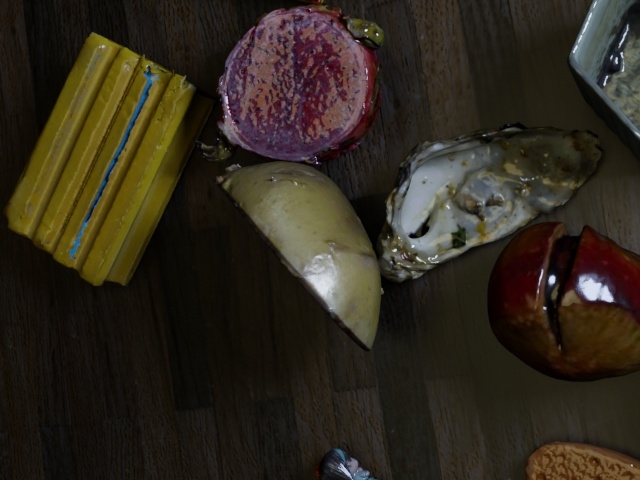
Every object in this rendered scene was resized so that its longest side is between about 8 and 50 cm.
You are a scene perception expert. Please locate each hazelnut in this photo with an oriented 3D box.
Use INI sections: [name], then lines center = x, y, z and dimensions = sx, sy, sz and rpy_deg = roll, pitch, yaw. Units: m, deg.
[hazelnut]
center = 0.292, 0.070, 0.943
dimensions = 0.204, 0.178, 0.178
rpy_deg = 7, 90, 23

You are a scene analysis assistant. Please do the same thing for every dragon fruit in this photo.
[dragon fruit]
center = -0.028, -0.194, 1.102
dimensions = 0.282, 0.147, 0.211
rpy_deg = -34, 85, 20

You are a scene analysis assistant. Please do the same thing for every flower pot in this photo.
[flower pot]
center = 0.392, -0.192, 0.893
dimensions = 0.239, 0.190, 0.209
rpy_deg = -10, 82, 21

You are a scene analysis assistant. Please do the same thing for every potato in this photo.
[potato]
center = 0.000, 0.000, 1.028
dimensions = 0.116, 0.239, 0.299
rpy_deg = -38, 46, -3

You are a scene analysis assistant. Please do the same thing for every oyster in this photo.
[oyster]
center = 0.197, -0.057, 1.032
dimensions = 0.294, 0.094, 0.166
rpy_deg = -15, 102, 12

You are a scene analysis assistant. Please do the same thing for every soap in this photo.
[soap]
center = -0.305, -0.118, 1.225
dimensions = 0.204, 0.096, 0.324
rpy_deg = 31, 99, 20

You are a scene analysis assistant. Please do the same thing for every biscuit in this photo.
[biscuit]
center = 0.319, 0.337, 0.978
dimensions = 0.186, 0.036, 0.192
rpy_deg = 14, 93, 25

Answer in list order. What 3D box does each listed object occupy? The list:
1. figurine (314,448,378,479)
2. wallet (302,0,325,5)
[figurine]
center = 0.042, 0.314, 1.091
dimensions = 0.106, 0.047, 0.060
rpy_deg = 34, 136, 13
[wallet]
center = -0.085, -0.416, 1.172
dimensions = 0.241, 0.067, 0.141
rpy_deg = 19, 90, 18
